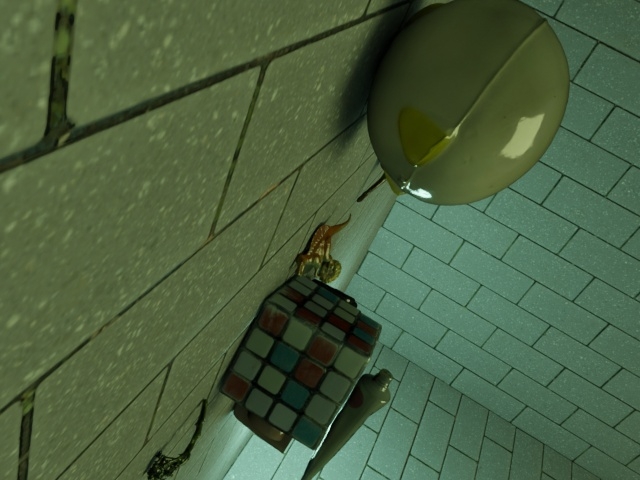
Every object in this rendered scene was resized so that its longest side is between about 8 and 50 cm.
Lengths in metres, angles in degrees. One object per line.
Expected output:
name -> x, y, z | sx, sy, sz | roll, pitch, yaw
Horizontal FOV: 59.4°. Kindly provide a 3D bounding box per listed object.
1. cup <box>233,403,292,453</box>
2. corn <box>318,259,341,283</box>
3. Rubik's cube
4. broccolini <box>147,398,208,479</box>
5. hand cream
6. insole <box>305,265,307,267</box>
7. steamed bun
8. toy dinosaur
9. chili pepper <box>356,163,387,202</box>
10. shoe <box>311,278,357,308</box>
cup -> -0.152, 0.518, 1.701 | 0.192, 0.200, 0.253 | -60, 174, 8
corn -> 0.033, 0.102, 1.816 | 0.165, 0.063, 0.085 | 55, 56, -84
Rubik's cube -> -0.034, 0.263, 1.281 | 0.259, 0.253, 0.256 | -60, 173, 14
broccolini -> -0.256, 0.382, 1.067 | 0.054, 0.052, 0.194 | -59, 174, 33
hand cream -> 0.049, 0.406, 1.229 | 0.341, 0.077, 0.124 | -54, 176, 20
insole -> -0.030, 0.064, 1.480 | 0.080, 0.003, 0.232 | -59, 173, 2
steamed bun -> 0.233, -0.220, 0.930 | 0.334, 0.333, 0.374 | -58, 173, -9
toy dinosaur -> -0.001, 0.001, 1.314 | 0.212, 0.057, 0.142 | -69, 156, -15
chili pepper -> 0.246, -0.238, 1.642 | 0.338, 0.131, 0.135 | -54, 162, -23
shoe -> -0.015, 0.253, 1.682 | 0.237, 0.171, 0.384 | -62, -179, -10
